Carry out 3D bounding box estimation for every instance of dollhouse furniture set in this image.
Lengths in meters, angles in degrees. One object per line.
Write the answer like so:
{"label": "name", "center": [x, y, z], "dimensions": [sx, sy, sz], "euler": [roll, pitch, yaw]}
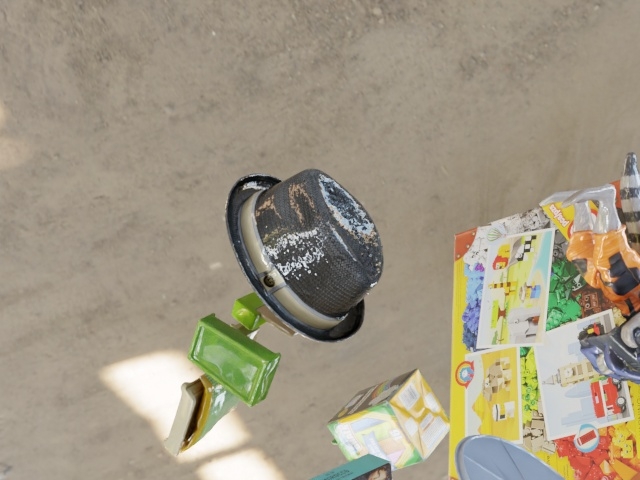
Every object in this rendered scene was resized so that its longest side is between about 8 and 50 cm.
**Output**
{"label": "dollhouse furniture set", "center": [-0.144, 0.270, 1.431], "dimensions": [0.197, 0.151, 0.301], "euler": [-23, 138, -58]}

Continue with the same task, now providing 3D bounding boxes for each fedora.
{"label": "fedora", "center": [0.000, 0.000, 1.331], "dimensions": [0.152, 0.334, 0.334], "euler": [-35, 146, 31]}

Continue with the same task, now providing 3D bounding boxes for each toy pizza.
{"label": "toy pizza", "center": [0.218, 0.282, 0.811], "dimensions": [0.201, 0.201, 0.032], "euler": [14, 117, -43]}

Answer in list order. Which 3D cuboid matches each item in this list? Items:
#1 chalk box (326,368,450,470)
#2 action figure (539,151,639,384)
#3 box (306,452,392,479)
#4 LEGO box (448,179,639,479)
{"label": "chalk box", "center": [0.155, 0.483, 2.026], "dimensions": [0.289, 0.179, 0.180], "euler": [-32, 180, 40]}
{"label": "action figure", "center": [0.418, 0.066, 0.965], "dimensions": [0.178, 0.330, 0.341], "euler": [-33, 179, -6]}
{"label": "box", "center": [0.023, 0.462, 1.373], "dimensions": [0.244, 0.060, 0.100], "euler": [-10, 100, -41]}
{"label": "LEGO box", "center": [0.411, 0.198, 1.284], "dimensions": [0.193, 0.500, 0.372], "euler": [23, 150, -35]}
